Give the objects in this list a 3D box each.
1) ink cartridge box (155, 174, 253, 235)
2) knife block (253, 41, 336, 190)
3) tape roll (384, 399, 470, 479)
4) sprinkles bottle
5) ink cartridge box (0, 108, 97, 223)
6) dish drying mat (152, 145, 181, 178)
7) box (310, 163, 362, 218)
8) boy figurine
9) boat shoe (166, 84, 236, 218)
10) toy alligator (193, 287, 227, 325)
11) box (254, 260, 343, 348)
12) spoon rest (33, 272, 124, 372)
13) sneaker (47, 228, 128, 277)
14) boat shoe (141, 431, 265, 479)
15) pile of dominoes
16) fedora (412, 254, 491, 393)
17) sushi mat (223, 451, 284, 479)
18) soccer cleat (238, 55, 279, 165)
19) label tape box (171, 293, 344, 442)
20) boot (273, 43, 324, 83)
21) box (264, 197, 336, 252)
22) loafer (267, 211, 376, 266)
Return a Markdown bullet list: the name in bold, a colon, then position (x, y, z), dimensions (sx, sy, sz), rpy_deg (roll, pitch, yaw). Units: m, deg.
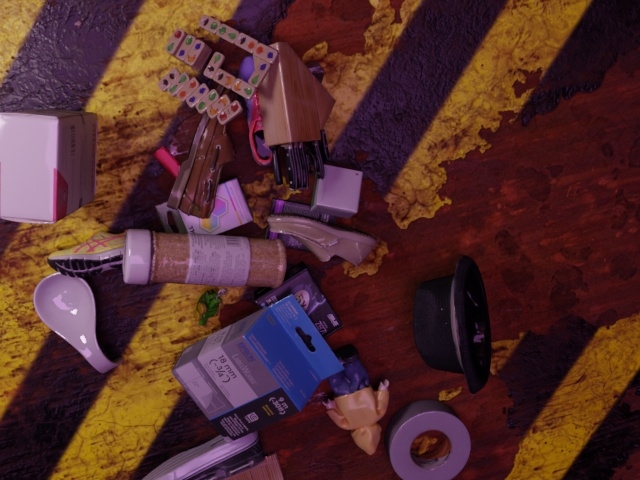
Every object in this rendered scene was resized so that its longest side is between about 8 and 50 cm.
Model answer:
- **ink cartridge box**: position (-0.273, -0.065, 1.566), dimensions (0.209, 0.062, 0.109), rpy_deg (-21, 105, -3)
- **knife block**: position (-0.077, -0.255, 1.463), dimensions (0.275, 0.088, 0.242), rpy_deg (44, 60, -36)
- **tape roll**: position (0.283, 0.537, 1.775), dimensions (0.219, 0.072, 0.219), rpy_deg (-2, 104, -8)
- **sprinkles bottle**: position (-0.259, 0.044, 1.509), dimensions (0.355, 0.121, 0.121), rpy_deg (4, 102, -20)
- **ink cartridge box**: position (-0.560, -0.163, 1.392), dimensions (0.117, 0.283, 0.207), rpy_deg (4, 102, -5)
- **dish drying mat**: position (-0.350, -0.180, 1.557), dimensions (0.032, 0.008, 0.083), rpy_deg (-41, 105, 3)
- **box**: position (0.037, -0.114, 1.571), dimensions (0.101, 0.087, 0.101), rpy_deg (10, 81, -11)
- **boy figurine**: position (0.099, 0.412, 1.712), dimensions (0.177, 0.092, 0.285), rpy_deg (-23, 105, -3)
- **boat shoe**: position (-0.242, -0.197, 1.500), dimensions (0.104, 0.110, 0.308), rpy_deg (21, 84, -12)
- **toy alligator**: position (-0.263, 0.142, 1.589), dimensions (0.056, 0.190, 0.051), rpy_deg (-12, 64, -34)
- **box**: position (-0.054, 0.169, 1.641), dimensions (0.147, 0.077, 0.180), rpy_deg (-32, 105, 0)
- **spoon rest**: position (-0.563, 0.199, 1.575), dimensions (0.137, 0.084, 0.276), rpy_deg (-30, 106, -1)
- **sneaker**: position (-0.520, 0.023, 1.544), dimensions (0.208, 0.081, 0.094), rpy_deg (-7, 59, -15)
- **boat shoe**: position (-0.296, 0.585, 1.676), dimensions (0.335, 0.121, 0.119), rpy_deg (-25, 96, -3)
- **pile of dominoes**: position (-0.235, -0.372, 1.434), dimensions (0.251, 0.040, 0.196), rpy_deg (33, 93, 27)
- **fedora**: position (0.315, 0.207, 1.638), dimensions (0.152, 0.334, 0.334), rpy_deg (-6, 106, 25)
- **sushi mat**: position (-0.151, 0.721, 1.783), dimensions (0.151, 0.019, 0.317), rpy_deg (-15, 104, -3)
- **soccer cleat**: position (-0.136, -0.292, 1.515), dimensions (0.083, 0.095, 0.248), rpy_deg (-7, 104, -2)
- **label tape box**: position (-0.149, 0.310, 1.594), dimensions (0.333, 0.106, 0.241), rpy_deg (-29, 106, 20)
- **boot**: position (-0.050, -0.404, 1.533), dimensions (0.114, 0.037, 0.107), rpy_deg (-8, 117, -3)
- **box**: position (-0.047, -0.033, 1.622), dimensions (0.162, 0.029, 0.116), rpy_deg (10, 102, -9)
- **loafer**: position (0.000, 0.000, 1.569), dimensions (0.268, 0.102, 0.092), rpy_deg (14, 95, -12)
